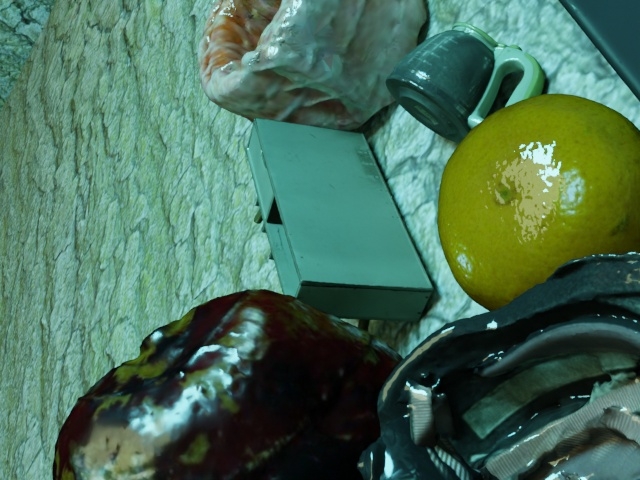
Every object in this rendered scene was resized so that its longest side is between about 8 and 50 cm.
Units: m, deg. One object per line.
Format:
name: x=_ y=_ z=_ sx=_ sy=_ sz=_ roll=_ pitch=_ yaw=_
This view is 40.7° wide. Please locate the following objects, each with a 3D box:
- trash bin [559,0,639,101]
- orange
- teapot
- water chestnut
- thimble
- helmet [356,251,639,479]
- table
trash bin: x=0.246 y=-0.167 z=0.531 sx=0.165 sy=0.115 sz=0.225 roll=-48 pitch=38 yaw=33
orange: x=0.154 y=-0.019 z=0.576 sx=0.156 sy=0.124 sz=0.156 roll=-9 pitch=77 yaw=43
teapot: x=0.129 y=-0.135 z=0.746 sx=0.091 sy=0.124 sz=0.092 roll=-53 pitch=-11 yaw=-3
water chestnut: x=-0.050 y=0.184 z=0.649 sx=0.244 sy=0.289 sz=0.289 roll=29 pitch=97 yaw=37
thimble: x=-0.013 y=-0.224 z=0.934 sx=0.239 sy=0.162 sz=0.239 roll=-36 pitch=42 yaw=40
helmet: x=0.144 y=0.129 z=0.480 sx=0.253 sy=0.154 sz=0.198 roll=-17 pitch=49 yaw=33
table: x=0.000 y=0.000 z=0.823 sx=0.240 sy=0.121 sz=0.111 roll=-108 pitch=30 yaw=-47
